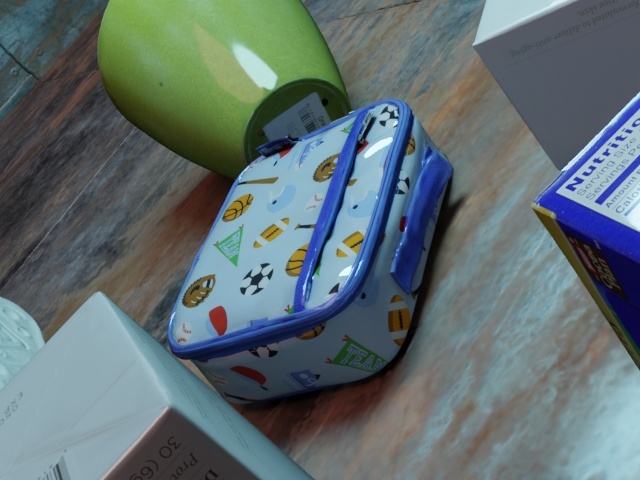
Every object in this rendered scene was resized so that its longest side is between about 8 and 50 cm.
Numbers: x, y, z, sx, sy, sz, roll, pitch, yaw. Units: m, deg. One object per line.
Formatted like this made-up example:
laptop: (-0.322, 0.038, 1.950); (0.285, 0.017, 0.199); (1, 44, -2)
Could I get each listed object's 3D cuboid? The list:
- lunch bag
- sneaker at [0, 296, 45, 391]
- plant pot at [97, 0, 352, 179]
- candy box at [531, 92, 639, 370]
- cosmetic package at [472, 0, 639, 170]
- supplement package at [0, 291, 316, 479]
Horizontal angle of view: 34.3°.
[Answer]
lunch bag: (0.000, 0.000, 0.971); (0.243, 0.115, 0.303); (-20, 36, 36)
sneaker: (-0.430, 0.226, 1.253); (0.236, 0.130, 0.323); (-52, 30, 7)
plant pot: (-0.090, -0.186, 1.236); (0.275, 0.275, 0.293); (-44, 41, 0)
candy box: (0.244, 0.082, 0.333); (0.122, 0.268, 0.317); (-41, 26, -3)
cosmetic package: (0.277, -0.253, 0.899); (0.196, 0.155, 0.366); (-20, 34, 35)
supplement package: (-0.059, 0.202, 0.555); (0.177, 0.293, 0.175); (-47, 26, -6)
